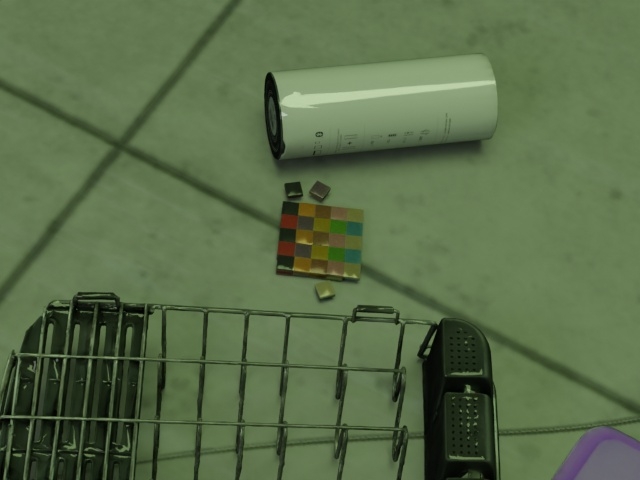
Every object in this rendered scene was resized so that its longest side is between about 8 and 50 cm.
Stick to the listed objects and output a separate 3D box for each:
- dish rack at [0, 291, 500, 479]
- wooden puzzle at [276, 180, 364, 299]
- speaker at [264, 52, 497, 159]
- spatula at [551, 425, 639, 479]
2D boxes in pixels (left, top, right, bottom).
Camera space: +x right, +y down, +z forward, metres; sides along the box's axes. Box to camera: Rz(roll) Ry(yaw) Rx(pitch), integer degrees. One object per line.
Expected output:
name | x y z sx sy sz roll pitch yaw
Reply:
dish rack | -0.035 0.126 0.975 0.271 0.074 0.208 3 54 -2
wooden puzzle | 0.000 0.000 1.101 0.049 0.006 0.083 7 55 -2
speaker | 0.037 -0.081 1.132 0.136 0.055 0.055 -6 57 -10
spatula | 0.248 0.171 0.953 0.296 0.030 0.084 16 52 37
